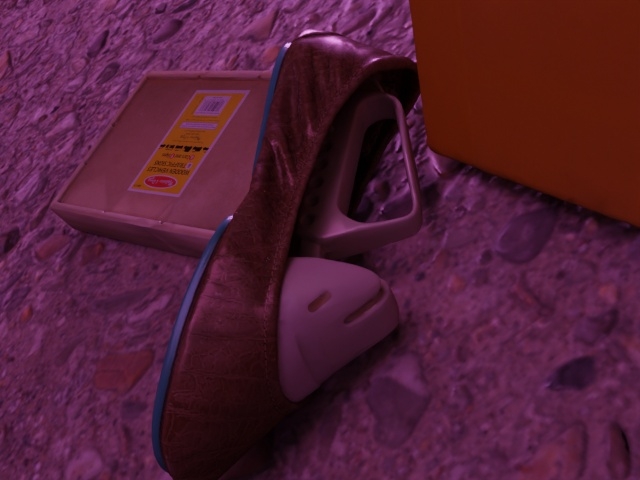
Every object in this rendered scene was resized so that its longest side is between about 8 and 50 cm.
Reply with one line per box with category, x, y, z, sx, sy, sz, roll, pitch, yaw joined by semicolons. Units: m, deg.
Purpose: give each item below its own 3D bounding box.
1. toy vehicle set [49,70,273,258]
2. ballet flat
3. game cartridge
toy vehicle set;-0.106;-0.070;0.884;0.267;0.035;0.166;10;62;47
ballet flat;0.000;0.000;0.676;0.124;0.116;0.342;4;55;20
game cartridge;0.154;-0.145;0.536;0.052;0.285;0.323;-25;30;-27
